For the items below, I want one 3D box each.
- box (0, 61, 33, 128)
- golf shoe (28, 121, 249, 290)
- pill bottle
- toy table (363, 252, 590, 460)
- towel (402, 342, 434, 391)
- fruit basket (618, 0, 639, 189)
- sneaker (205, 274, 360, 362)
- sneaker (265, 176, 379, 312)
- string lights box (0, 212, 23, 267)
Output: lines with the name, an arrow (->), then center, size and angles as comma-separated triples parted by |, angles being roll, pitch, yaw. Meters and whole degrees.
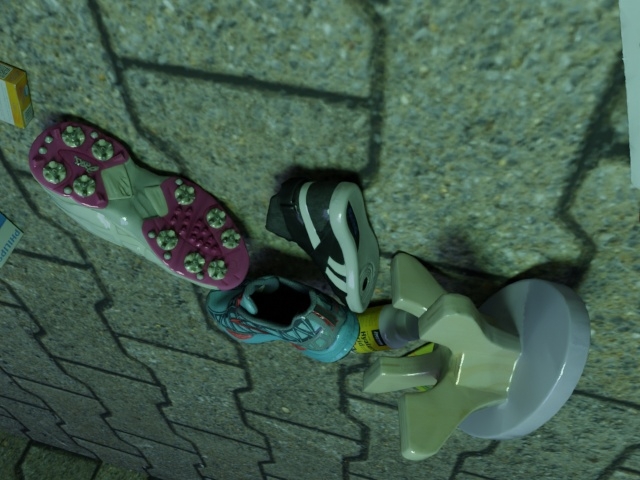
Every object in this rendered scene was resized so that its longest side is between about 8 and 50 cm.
box -> -0.418, -0.193, 0.793 | 0.136, 0.028, 0.081 | 24, 146, -2
golf shoe -> -0.233, -0.033, 0.868 | 0.306, 0.115, 0.140 | 36, 154, -13
pill bottle -> 0.089, 0.125, 0.948 | 0.116, 0.065, 0.065 | -17, 132, 42
toy table -> 0.168, 0.136, 0.794 | 0.160, 0.252, 0.274 | 10, 135, -15
towel -> 0.201, 0.188, 1.020 | 0.102, 0.021, 0.237 | 28, 146, -13
fruit basket -> 0.371, -0.134, 0.394 | 0.353, 0.165, 0.327 | 14, 149, 37
sneaker -> -0.072, 0.080, 0.906 | 0.262, 0.104, 0.125 | 6, 151, 38
sneaker -> 0.000, 0.000, 0.818 | 0.121, 0.079, 0.217 | 13, 143, 23
string lights box -> -0.614, -0.062, 1.034 | 0.133, 0.077, 0.260 | -2, 141, 28
